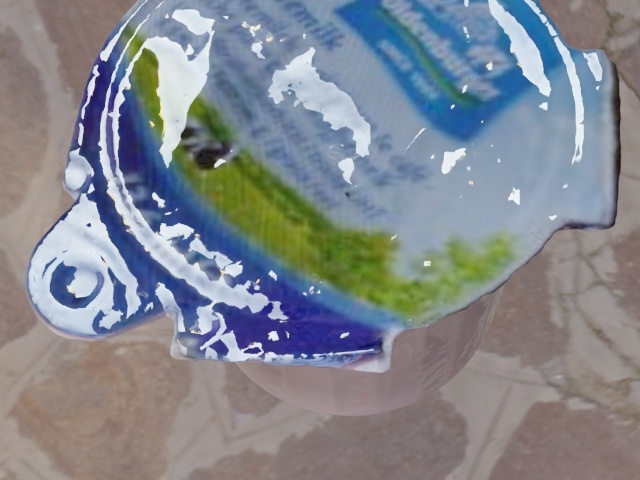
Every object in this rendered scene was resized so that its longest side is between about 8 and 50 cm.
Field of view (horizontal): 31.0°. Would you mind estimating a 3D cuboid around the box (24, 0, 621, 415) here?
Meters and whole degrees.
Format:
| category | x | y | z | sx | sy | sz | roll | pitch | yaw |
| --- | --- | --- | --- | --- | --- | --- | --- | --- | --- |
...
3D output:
| category | x | y | z | sx | sy | sz | roll | pitch | yaw |
| --- | --- | --- | --- | --- | --- | --- | --- | --- | --- |
| box | 0.000 | 0.000 | 0.633 | 0.291 | 0.206 | 0.262 | -40 | 65 | -15 |
